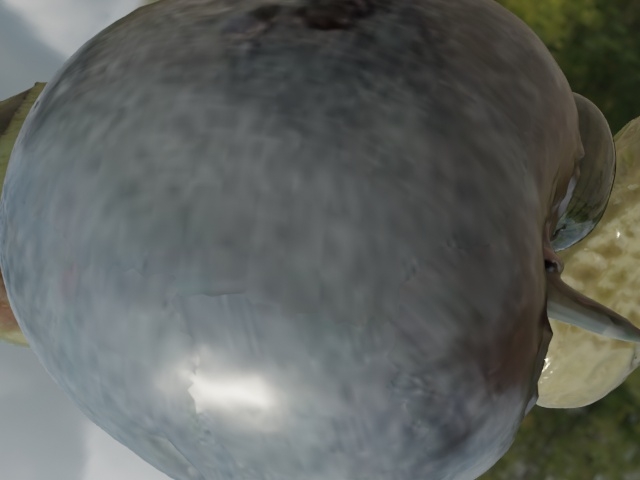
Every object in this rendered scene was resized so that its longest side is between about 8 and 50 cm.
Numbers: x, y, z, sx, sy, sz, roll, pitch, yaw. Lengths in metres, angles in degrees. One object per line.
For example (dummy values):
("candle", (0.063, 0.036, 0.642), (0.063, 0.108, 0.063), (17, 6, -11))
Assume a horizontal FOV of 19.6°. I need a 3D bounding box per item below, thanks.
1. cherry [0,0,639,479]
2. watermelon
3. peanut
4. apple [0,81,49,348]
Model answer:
("cherry", (0.000, 0.000, 0.816), (0.296, 0.255, 0.218), (9, 149, 13))
("watermelon", (0.134, -0.039, 1.080), (0.078, 0.078, 0.110), (30, -131, -11))
("peanut", (0.254, -0.001, 1.499), (0.152, 0.313, 0.152), (36, -166, -11))
("apple", (-0.165, -0.016, 1.264), (0.174, 0.207, 0.188), (46, -150, -33))
